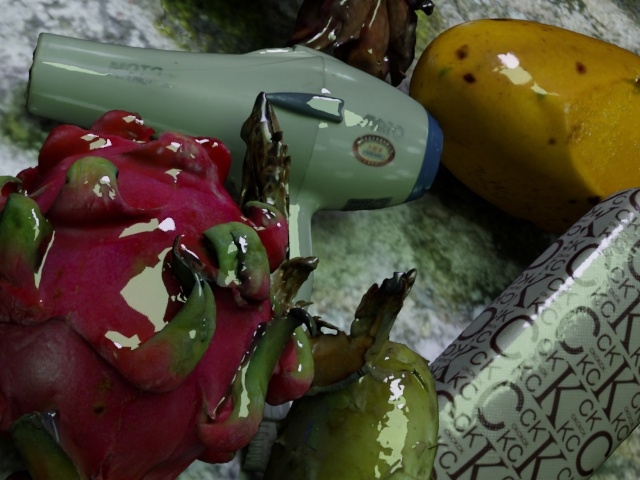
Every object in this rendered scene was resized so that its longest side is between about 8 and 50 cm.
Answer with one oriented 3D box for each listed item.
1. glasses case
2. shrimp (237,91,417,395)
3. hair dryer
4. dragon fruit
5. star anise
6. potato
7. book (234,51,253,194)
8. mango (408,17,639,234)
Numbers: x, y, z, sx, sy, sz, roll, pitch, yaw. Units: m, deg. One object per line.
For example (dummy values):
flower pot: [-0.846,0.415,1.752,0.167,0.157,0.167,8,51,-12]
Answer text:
glasses case: [0.174,0.101,0.792,0.354,0.085,0.137,-42,105,-18]
shrimp: [-0.002,0.000,0.658,0.035,0.147,0.195,3,87,-44]
hair dryer: [-0.088,-0.033,0.744,0.295,0.119,0.298,30,70,-7]
dragon fruit: [-0.117,0.067,0.620,0.218,0.273,0.198,15,16,-13]
star anise: [0.056,-0.222,0.864,0.272,0.102,0.272,-19,114,-51]
potato: [0.006,0.165,0.665,0.090,0.117,0.226,31,75,-29]
book: [-0.059,-0.095,0.846,0.077,0.014,0.111,-22,81,-40]
mango: [0.180,-0.100,0.891,0.290,0.191,0.160,20,91,-43]
